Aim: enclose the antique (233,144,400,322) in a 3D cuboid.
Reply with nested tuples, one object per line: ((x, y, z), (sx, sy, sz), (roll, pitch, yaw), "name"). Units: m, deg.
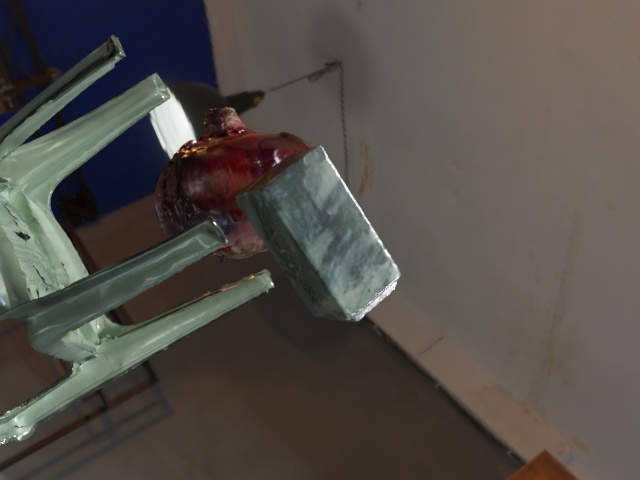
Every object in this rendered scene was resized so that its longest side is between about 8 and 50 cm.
((0.000, 0.000, 0.775), (0.183, 0.086, 0.088), (56, -23, -12), "antique")

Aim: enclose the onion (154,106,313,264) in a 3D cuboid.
((-0.121, -0.084, 1.018), (0.252, 0.252, 0.219), (-11, -85, 66), "onion")

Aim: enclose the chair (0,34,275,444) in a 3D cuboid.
((-0.201, 0.009, 0.461), (0.204, 0.274, 0.190), (58, -1, 7), "chair")
